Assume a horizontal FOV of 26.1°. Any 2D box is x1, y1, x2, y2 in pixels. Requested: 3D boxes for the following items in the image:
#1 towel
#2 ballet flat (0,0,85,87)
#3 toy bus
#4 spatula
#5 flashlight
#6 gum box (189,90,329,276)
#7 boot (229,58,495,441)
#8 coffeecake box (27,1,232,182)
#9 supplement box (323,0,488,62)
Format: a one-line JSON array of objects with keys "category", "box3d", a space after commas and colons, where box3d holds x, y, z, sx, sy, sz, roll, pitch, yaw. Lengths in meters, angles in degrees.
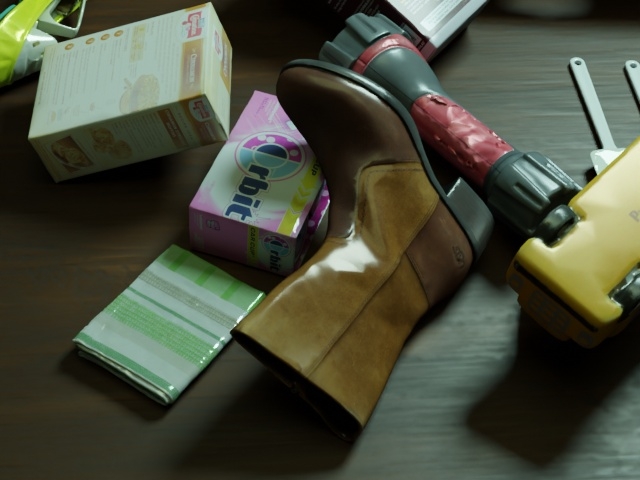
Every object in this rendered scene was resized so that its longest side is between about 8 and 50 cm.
[{"category": "towel", "box3d": [-0.135, 0.076, 1.255, 0.113, 0.023, 0.152, 29, 50, 18]}, {"category": "ballet flat", "box3d": [-0.306, -0.228, 1.483, 0.077, 0.077, 0.231, 26, 47, -3]}, {"category": "toy bus", "box3d": [0.304, -0.022, 1.284, 0.108, 0.130, 0.333, 42, 60, 15]}, {"category": "spatula", "box3d": [0.355, -0.122, 1.465, 0.168, 0.019, 0.242, -4, 49, -6]}, {"category": "flashlight", "box3d": [0.127, -0.113, 1.385, 0.103, 0.103, 0.304, -29, 55, -28]}, {"category": "gum box", "box3d": [-0.044, -0.061, 1.352, 0.107, 0.062, 0.188, 16, 49, 10]}, {"category": "boot", "box3d": [0.000, 0.000, 1.241, 0.264, 0.096, 0.280, 49, 55, -12]}, {"category": "coffeecake box", "box3d": [-0.187, -0.149, 1.379, 0.186, 0.068, 0.142, -13, 46, 12]}, {"category": "supplement box", "box3d": [0.059, -0.305, 1.516, 0.239, 0.073, 0.130, 44, 55, 2]}]
